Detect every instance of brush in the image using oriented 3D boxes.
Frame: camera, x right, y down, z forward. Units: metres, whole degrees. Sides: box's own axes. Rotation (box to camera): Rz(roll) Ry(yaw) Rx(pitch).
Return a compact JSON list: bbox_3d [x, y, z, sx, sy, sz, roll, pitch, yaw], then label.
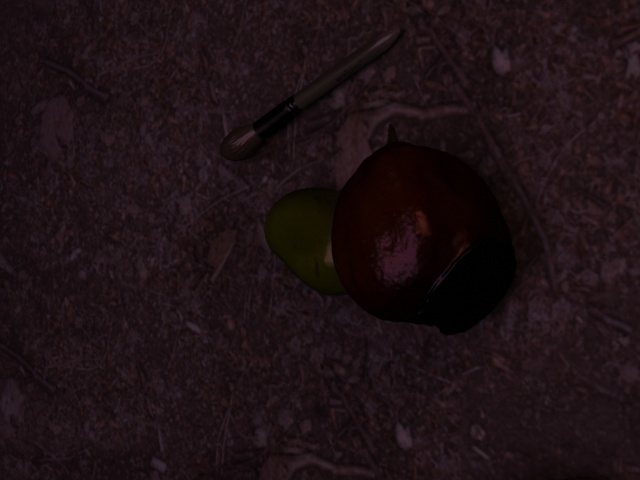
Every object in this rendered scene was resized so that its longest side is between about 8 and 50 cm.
[{"bbox_3d":[-0.016,-0.177,1.440,0.299,0.042,0.039,-33,73,31],"label":"brush"}]

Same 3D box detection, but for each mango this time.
[{"bbox_3d":[0.003,-0.005,1.398,0.163,0.089,0.117,39,116,30],"label":"mango"}]

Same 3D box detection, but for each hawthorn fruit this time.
[{"bbox_3d":[0.102,-0.023,1.270,0.189,0.189,0.251,-29,67,35],"label":"hawthorn fruit"}]

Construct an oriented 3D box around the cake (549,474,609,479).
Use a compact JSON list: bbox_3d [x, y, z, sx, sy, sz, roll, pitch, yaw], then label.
[{"bbox_3d":[0.206,0.321,1.265,0.220,0.086,0.117,-14,84,38],"label":"cake"}]
